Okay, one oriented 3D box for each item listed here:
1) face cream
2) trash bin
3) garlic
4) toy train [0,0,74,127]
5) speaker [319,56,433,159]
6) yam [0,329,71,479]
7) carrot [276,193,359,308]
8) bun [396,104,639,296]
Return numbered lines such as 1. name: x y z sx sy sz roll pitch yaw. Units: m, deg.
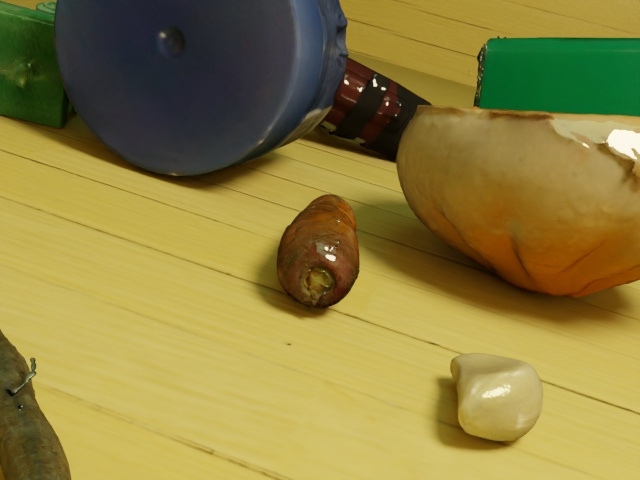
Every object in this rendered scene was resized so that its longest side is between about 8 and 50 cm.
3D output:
1. face cream: -0.109 -0.203 0.779 0.248 0.249 0.225 18 17 9
2. trash bin: 0.459 -0.208 1.242 0.381 0.295 0.259 12 16 24
3. garlic: 0.101 0.089 0.434 0.053 0.041 0.083 2 11 1
4. toy train: -0.382 -0.223 0.834 0.300 0.120 0.202 13 22 -7
5. speaker: -0.029 -0.203 1.065 0.329 0.198 0.259 27 -28 -23
6. yam: -0.136 0.067 0.325 0.027 0.029 0.234 -11 30 -31
7. carrot: 0.000 0.000 0.581 0.060 0.060 0.186 14 17 -2
8. bun: 0.214 -0.033 0.673 0.298 0.165 0.299 2 9 0
